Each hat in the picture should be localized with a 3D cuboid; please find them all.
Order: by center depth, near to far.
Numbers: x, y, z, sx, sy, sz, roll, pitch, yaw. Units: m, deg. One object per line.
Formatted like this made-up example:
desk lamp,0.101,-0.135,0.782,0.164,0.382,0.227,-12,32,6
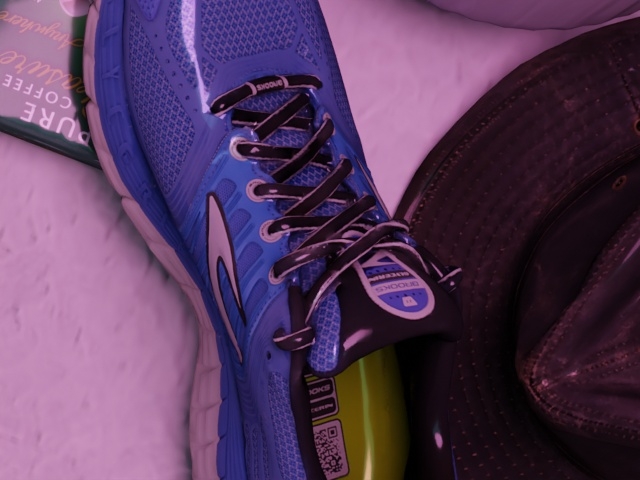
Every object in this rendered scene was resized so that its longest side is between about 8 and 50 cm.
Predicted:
hat,0.173,0.039,0.806,0.331,0.134,0.331,0,92,15

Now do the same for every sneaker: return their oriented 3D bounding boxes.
sneaker,0.000,0.000,0.802,0.130,0.147,0.330,-21,100,-32

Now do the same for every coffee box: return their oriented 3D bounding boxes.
coffee box,-0.099,-0.129,0.860,0.113,0.040,0.184,20,83,-13

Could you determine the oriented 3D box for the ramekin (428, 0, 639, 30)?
ramekin,0.104,-0.221,0.841,0.273,0.127,0.272,3,72,-11
